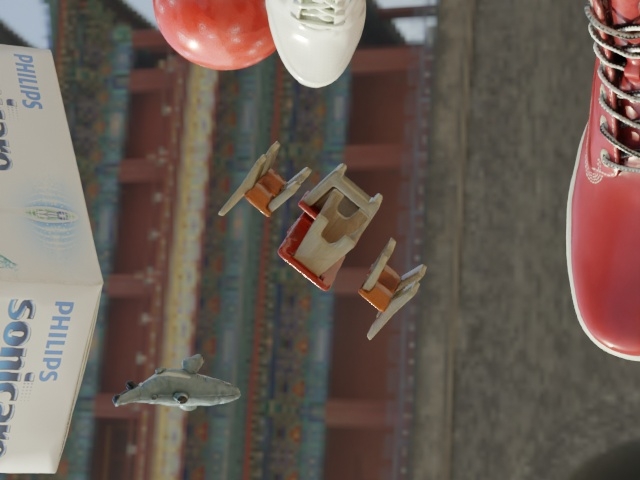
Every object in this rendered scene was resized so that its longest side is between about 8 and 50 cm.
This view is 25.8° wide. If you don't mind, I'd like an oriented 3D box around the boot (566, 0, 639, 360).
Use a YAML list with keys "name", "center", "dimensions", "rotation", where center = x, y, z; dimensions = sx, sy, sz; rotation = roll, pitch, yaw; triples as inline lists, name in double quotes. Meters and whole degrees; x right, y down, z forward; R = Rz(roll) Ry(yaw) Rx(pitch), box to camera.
- name: "boot"
  center: [0.153, -0.061, 0.680]
  dimensions: [0.176, 0.088, 0.244]
  rotation: [5, -86, -66]

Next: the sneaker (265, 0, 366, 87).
- name: "sneaker"
  center: [-0.002, -0.136, 0.698]
  dimensions: [0.061, 0.054, 0.152]
  rotation: [-82, -1, -49]

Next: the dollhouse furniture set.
- name: "dollhouse furniture set"
  center: [0.000, 0.000, 1.875]
  dimensions: [0.135, 0.262, 0.259]
  rotation: [-49, 3, 20]

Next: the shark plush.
- name: "shark plush"
  center: [-0.176, 0.176, 1.685]
  dimensions: [0.161, 0.067, 0.073]
  rotation: [14, -82, -44]

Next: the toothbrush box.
- name: "toothbrush box"
  center: [-0.271, -0.006, 0.675]
  dimensions: [0.216, 0.296, 0.126]
  rotation: [-112, 34, -50]

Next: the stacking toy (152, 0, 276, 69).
- name: "stacking toy"
  center: [-0.054, -0.265, 0.901]
  dimensions: [0.141, 0.141, 0.330]
  rotation: [50, -141, -61]
